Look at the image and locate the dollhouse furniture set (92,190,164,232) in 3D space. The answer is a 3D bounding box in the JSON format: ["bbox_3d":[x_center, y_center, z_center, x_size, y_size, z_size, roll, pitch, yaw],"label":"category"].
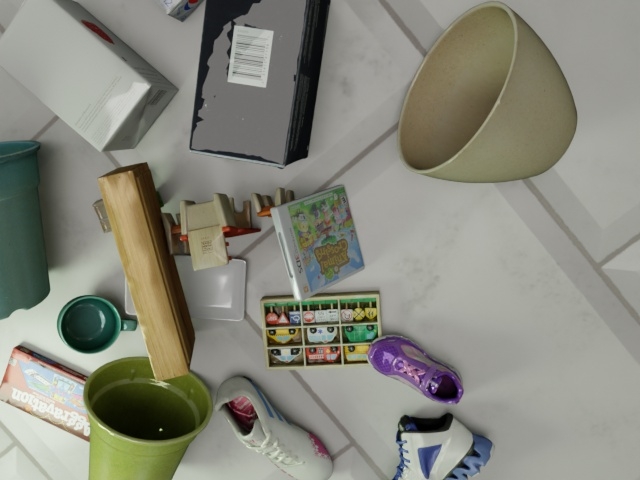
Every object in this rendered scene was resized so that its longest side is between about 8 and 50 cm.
[{"bbox_3d":[-0.432,-0.073,1.470,0.152,0.058,0.076,-13,106,28],"label":"dollhouse furniture set"}]

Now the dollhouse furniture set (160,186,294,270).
[{"bbox_3d":[-0.193,-0.016,1.333,0.262,0.259,0.135,-11,88,11],"label":"dollhouse furniture set"}]

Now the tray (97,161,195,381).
[{"bbox_3d":[-0.343,0.054,1.337,0.076,0.203,0.410,-12,103,-4],"label":"tray"}]

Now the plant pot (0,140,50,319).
[{"bbox_3d":[-0.735,-0.016,1.377,0.341,0.341,0.334,-3,108,7],"label":"plant pot"}]

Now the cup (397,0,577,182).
[{"bbox_3d":[0.334,-0.238,1.233,0.237,0.331,0.331,21,103,-23],"label":"cup"}]

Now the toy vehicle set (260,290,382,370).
[{"bbox_3d":[0.004,0.201,1.461,0.267,0.035,0.165,-4,99,7],"label":"toy vehicle set"}]

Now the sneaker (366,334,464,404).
[{"bbox_3d":[0.212,0.282,1.400,0.236,0.104,0.095,28,95,-8],"label":"sneaker"}]

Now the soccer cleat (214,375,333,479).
[{"bbox_3d":[-0.111,0.446,1.463,0.331,0.143,0.116,43,102,-2],"label":"soccer cleat"}]

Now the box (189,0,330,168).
[{"bbox_3d":[-0.104,-0.326,1.242,0.179,0.312,0.343,10,100,5],"label":"box"}]

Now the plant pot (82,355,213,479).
[{"bbox_3d":[-0.402,0.443,1.455,0.276,0.276,0.253,20,113,3],"label":"plant pot"}]

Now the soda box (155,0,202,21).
[{"bbox_3d":[-0.363,-0.588,1.335,0.091,0.098,0.286,-42,92,11],"label":"soda box"}]

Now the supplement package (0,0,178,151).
[{"bbox_3d":[-0.478,-0.345,1.349,0.293,0.177,0.175,40,102,-2],"label":"supplement package"}]

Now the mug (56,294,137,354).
[{"bbox_3d":[-0.515,0.195,1.480,0.158,0.097,0.129,41,70,-21],"label":"mug"}]

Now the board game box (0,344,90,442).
[{"bbox_3d":[-0.625,0.373,1.568,0.281,0.027,0.145,24,103,2],"label":"board game box"}]

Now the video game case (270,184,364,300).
[{"bbox_3d":[0.000,0.000,1.352,0.023,0.212,0.193,-7,101,43],"label":"video game case"}]

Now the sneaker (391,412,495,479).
[{"bbox_3d":[0.209,0.492,1.455,0.315,0.127,0.182,-44,89,5],"label":"sneaker"}]

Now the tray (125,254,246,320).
[{"bbox_3d":[-0.302,0.102,1.473,0.270,0.030,0.145,4,100,1],"label":"tray"}]
